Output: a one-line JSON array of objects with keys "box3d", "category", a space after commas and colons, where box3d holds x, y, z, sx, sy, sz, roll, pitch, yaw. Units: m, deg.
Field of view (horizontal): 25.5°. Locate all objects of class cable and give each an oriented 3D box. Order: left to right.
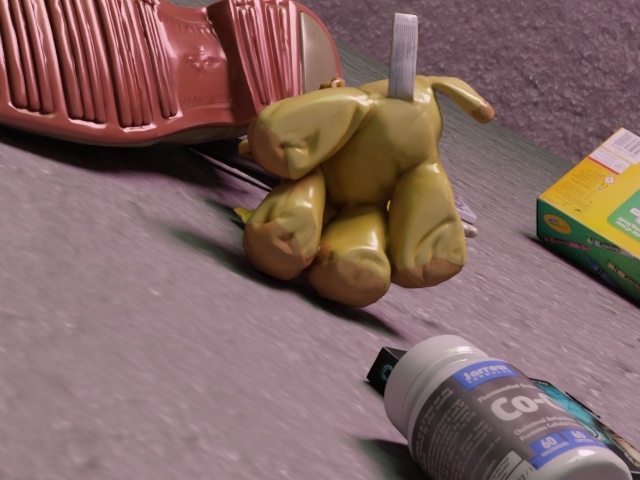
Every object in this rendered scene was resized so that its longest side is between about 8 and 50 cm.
[{"box3d": [0.010, -0.057, 1.275, 0.287, 0.072, 0.139, 32, 14, 20], "category": "cable"}]

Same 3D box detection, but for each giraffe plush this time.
[{"box3d": [0.015, -0.059, 1.077, 0.181, 0.210, 0.170, 21, -6, -17], "category": "giraffe plush"}]

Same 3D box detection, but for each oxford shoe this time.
[{"box3d": [-0.168, -0.125, 1.127, 0.397, 0.140, 0.146, 2, -15, -42], "category": "oxford shoe"}]

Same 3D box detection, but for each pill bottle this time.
[{"box3d": [0.095, 0.110, 0.753, 0.078, 0.078, 0.137, 18, 15, -37], "category": "pill bottle"}]

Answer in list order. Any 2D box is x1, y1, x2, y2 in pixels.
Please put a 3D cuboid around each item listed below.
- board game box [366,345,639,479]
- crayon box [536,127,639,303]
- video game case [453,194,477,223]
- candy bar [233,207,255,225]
[{"box3d": [0.132, 0.121, 0.910, 0.186, 0.026, 0.126, 15, 17, -46], "category": "board game box"}, {"box3d": [0.420, -0.007, 1.716, 0.278, 0.165, 0.081, 36, -28, 33], "category": "crayon box"}, {"box3d": [0.121, -0.059, 1.671, 0.122, 0.011, 0.087, 24, 12, -16], "category": "video game case"}, {"box3d": [0.000, 0.000, 1.148, 0.161, 0.018, 0.040, 17, 20, -43], "category": "candy bar"}]
